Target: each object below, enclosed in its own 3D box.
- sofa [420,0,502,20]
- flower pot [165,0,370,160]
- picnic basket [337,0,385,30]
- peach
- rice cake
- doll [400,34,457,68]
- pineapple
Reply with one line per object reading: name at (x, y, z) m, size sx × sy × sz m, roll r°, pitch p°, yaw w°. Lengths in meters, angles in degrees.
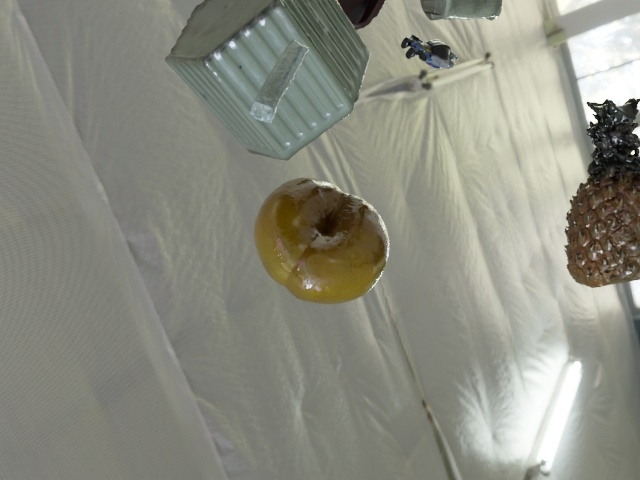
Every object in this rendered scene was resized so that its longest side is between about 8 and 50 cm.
sofa at (0.322, -0.532, 1.106) m, size 0.210 × 0.176 × 0.226 m, roll -16°, pitch -58°, yaw -39°
flower pot at (-0.068, -0.257, 0.812) m, size 0.190 × 0.209 × 0.240 m, roll 47°, pitch -134°, yaw -37°
picnic basket at (0.025, -0.668, 1.510) m, size 0.296 × 0.129 × 0.223 m, roll 26°, pitch -94°, yaw -7°
peach at (0.000, 0.000, 1.021) m, size 0.250 × 0.153 × 0.251 m, roll 17°, pitch -143°, yaw -13°
rice cake at (-0.036, -0.149, 0.535) m, size 0.022 × 0.022 × 0.121 m, roll 26°, pitch -133°, yaw -7°
doll at (0.303, -0.504, 1.558) m, size 0.195 × 0.070 × 0.096 m, roll -3°, pitch -114°, yaw -36°
pineapple at (0.564, -0.090, 1.113) m, size 0.202 × 0.201 × 0.363 m, roll -17°, pitch -79°, yaw -53°
